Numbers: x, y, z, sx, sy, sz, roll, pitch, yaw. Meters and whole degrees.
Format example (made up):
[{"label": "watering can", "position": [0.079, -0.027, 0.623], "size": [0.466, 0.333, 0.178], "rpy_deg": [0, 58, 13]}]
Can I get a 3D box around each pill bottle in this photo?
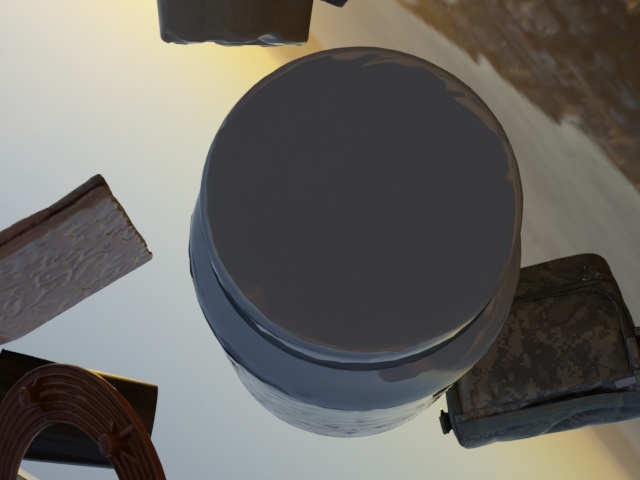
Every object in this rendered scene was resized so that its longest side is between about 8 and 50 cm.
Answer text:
[{"label": "pill bottle", "position": [0.022, 0.021, 0.849], "size": [0.224, 0.224, 0.392], "rpy_deg": [52, 171, 11]}]

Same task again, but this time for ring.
[{"label": "ring", "position": [-0.254, 0.289, 1.133], "size": [0.032, 0.336, 0.336], "rpy_deg": [-1, -135, -45]}]

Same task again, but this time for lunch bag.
[{"label": "lunch bag", "position": [0.318, 0.176, 1.662], "size": [0.256, 0.305, 0.212], "rpy_deg": [-85, -20, -62]}]

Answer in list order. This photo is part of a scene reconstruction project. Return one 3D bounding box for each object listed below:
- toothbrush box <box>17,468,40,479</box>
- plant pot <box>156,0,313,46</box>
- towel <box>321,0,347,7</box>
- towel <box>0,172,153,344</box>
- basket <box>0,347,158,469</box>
[{"label": "toothbrush box", "position": [-0.637, 0.511, 2.310], "size": [0.295, 0.126, 0.216], "rpy_deg": [21, 163, 34]}, {"label": "plant pot", "position": [-0.125, -0.441, 1.702], "size": [0.334, 0.334, 0.305], "rpy_deg": [-100, 11, -82]}, {"label": "towel", "position": [-0.019, -0.391, 1.265], "size": [0.271, 0.040, 0.370], "rpy_deg": [17, 158, -18]}, {"label": "towel", "position": [-0.439, 0.041, 1.833], "size": [0.053, 0.317, 0.332], "rpy_deg": [56, 172, 18]}, {"label": "basket", "position": [-0.354, 0.249, 1.648], "size": [0.227, 0.154, 0.204], "rpy_deg": [11, 168, -10]}]
